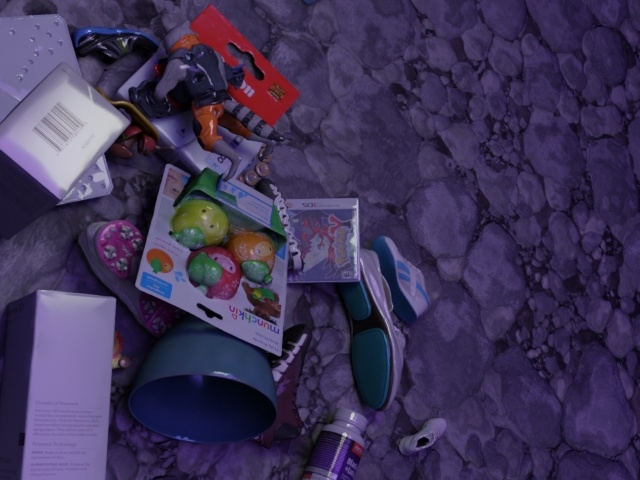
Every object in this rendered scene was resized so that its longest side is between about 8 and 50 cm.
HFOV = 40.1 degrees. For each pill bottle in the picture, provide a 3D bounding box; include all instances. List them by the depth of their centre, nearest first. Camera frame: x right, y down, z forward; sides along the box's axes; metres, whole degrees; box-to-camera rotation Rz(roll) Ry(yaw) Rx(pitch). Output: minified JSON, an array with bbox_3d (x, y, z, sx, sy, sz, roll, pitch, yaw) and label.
[{"bbox_3d":[0.036,0.480,1.963,0.108,0.108,0.193,35,63,-22],"label":"pill bottle"}]

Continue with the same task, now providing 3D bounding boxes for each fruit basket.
[{"bbox_3d":[-0.193,0.026,1.759,0.327,0.165,0.353,30,33,-23],"label":"fruit basket"}]

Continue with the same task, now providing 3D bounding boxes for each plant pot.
[{"bbox_3d":[-0.225,0.258,1.762,0.290,0.290,0.195,26,45,-26],"label":"plant pot"}]

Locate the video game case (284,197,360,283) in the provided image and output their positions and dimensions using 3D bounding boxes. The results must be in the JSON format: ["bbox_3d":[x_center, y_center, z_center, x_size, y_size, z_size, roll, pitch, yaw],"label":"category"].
[{"bbox_3d":[0.000,0.000,2.041,0.184,0.023,0.201,-1,78,1],"label":"video game case"}]

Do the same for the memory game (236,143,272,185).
[{"bbox_3d":[-0.192,-0.211,2.025,0.186,0.012,0.186,7,76,-32],"label":"memory game"}]

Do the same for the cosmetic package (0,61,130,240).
[{"bbox_3d":[-0.503,-0.145,1.529,0.155,0.365,0.197,43,62,-17],"label":"cosmetic package"}]

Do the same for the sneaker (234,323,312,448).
[{"bbox_3d":[-0.075,0.333,1.939,0.162,0.106,0.281,45,69,-24],"label":"sneaker"}]

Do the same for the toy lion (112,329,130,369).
[{"bbox_3d":[-0.436,0.227,1.758,0.100,0.034,0.096,-30,90,-34],"label":"toy lion"}]

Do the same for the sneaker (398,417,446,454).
[{"bbox_3d":[0.263,0.481,2.143,0.152,0.061,0.053,-26,92,-36],"label":"sneaker"}]

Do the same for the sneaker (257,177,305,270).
[{"bbox_3d":[-0.119,-0.030,1.991,0.106,0.078,0.234,-15,77,-16],"label":"sneaker"}]

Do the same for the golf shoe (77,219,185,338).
[{"bbox_3d":[-0.382,0.076,1.783,0.115,0.140,0.306,-47,129,-31],"label":"golf shoe"}]

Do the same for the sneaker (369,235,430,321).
[{"bbox_3d":[0.197,0.086,2.179,0.092,0.087,0.228,-37,107,-41],"label":"sneaker"}]

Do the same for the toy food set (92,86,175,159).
[{"bbox_3d":[-0.402,-0.217,1.782,0.218,0.128,0.071,47,61,-43],"label":"toy food set"}]

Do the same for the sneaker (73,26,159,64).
[{"bbox_3d":[-0.440,-0.418,1.886,0.188,0.067,0.078,-7,105,-36],"label":"sneaker"}]

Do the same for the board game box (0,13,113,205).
[{"bbox_3d":[-0.642,-0.237,1.711,0.390,0.050,0.389,-15,88,-35],"label":"board game box"}]

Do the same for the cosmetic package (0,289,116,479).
[{"bbox_3d":[-0.487,0.293,1.598,0.156,0.217,0.384,7,74,-32],"label":"cosmetic package"}]

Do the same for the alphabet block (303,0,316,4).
[{"bbox_3d":[0.003,-0.740,2.166,0.193,0.192,0.197,46,58,-19],"label":"alphabet block"}]

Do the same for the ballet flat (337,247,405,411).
[{"bbox_3d":[0.136,0.200,2.088,0.139,0.139,0.400,-9,81,-34],"label":"ballet flat"}]

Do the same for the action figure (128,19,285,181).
[{"bbox_3d":[-0.205,-0.313,1.825,0.330,0.178,0.341,55,42,-4],"label":"action figure"}]

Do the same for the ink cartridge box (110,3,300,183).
[{"bbox_3d":[-0.235,-0.327,1.965,0.308,0.091,0.385,44,61,-13],"label":"ink cartridge box"}]
